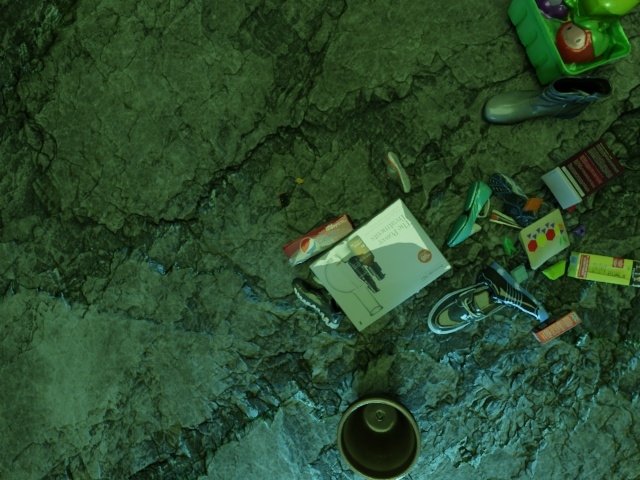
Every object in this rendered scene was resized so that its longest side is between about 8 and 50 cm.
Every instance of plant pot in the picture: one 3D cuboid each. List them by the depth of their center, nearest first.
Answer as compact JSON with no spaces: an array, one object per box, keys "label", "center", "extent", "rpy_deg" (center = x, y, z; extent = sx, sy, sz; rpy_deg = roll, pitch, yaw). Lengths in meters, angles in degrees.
[{"label":"plant pot","center":[0.199,0.621,1.491],"extent":[0.262,0.229,0.263],"rpy_deg":[0,89,11]}]

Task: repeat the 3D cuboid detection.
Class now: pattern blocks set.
[{"label":"pattern blocks set","center":[0.726,-0.009,1.446],"extent":[0.324,0.026,0.286],"rpy_deg":[-20,101,-16]}]

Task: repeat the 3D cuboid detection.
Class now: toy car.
[{"label":"toy car","center":[-0.111,-0.179,1.668],"extent":[0.122,0.060,0.040],"rpy_deg":[-38,38,-9]}]

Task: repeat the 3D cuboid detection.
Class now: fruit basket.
[{"label":"fruit basket","center":[0.795,-0.703,1.337],"extent":[0.282,0.392,0.392],"rpy_deg":[-22,85,-10]}]

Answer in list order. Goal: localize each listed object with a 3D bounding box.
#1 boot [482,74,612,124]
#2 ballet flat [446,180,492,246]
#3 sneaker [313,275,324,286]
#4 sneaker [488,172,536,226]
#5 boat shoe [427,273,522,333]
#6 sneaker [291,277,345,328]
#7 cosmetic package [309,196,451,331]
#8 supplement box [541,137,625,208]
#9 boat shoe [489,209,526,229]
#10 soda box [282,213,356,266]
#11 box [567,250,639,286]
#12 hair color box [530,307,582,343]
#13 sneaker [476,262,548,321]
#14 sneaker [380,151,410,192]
[{"label":"boot","center":[0.707,-0.461,1.426],"extent":[0.338,0.222,0.118],"rpy_deg":[-5,89,10]},{"label":"ballet flat","center":[0.520,-0.080,1.527],"extent":[0.087,0.083,0.247],"rpy_deg":[22,95,-5]},{"label":"sneaker","center":[0.046,0.149,1.617],"extent":[0.144,0.053,0.059],"rpy_deg":[29,92,8]},{"label":"sneaker","center":[0.655,-0.142,1.492],"extent":[0.080,0.081,0.211],"rpy_deg":[-40,76,46]},{"label":"boat shoe","center":[0.511,0.208,1.500],"extent":[0.335,0.119,0.121],"rpy_deg":[-33,84,8]},{"label":"sneaker","center":[0.003,0.203,1.598],"extent":[0.234,0.078,0.106],"rpy_deg":[44,120,4]},{"label":"cosmetic package","center":[0.196,0.080,1.501],"extent":[0.377,0.097,0.284],"rpy_deg":[-38,95,10]},{"label":"supplement box","center":[0.838,-0.214,1.426],"extent":[0.239,0.073,0.130],"rpy_deg":[-29,83,-19]},{"label":"boat shoe","center":[0.646,-0.067,1.520],"extent":[0.137,0.049,0.043],"rpy_deg":[18,90,14]},{"label":"soda box","center":[0.000,0.000,1.607],"extent":[0.263,0.092,0.084],"rpy_deg":[-28,85,8]},{"label":"box","center":[0.931,0.093,1.444],"extent":[0.232,0.058,0.087],"rpy_deg":[9,94,2]},{"label":"hair color box","center":[0.776,0.282,1.477],"extent":[0.141,0.072,0.043],"rpy_deg":[-33,84,7]},{"label":"sneaker","center":[0.595,0.179,1.399],"extent":[0.090,0.081,0.232],"rpy_deg":[-44,76,3]},{"label":"sneaker","center":[0.266,-0.235,1.593],"extent":[0.065,0.061,0.158],"rpy_deg":[-29,83,35]}]
